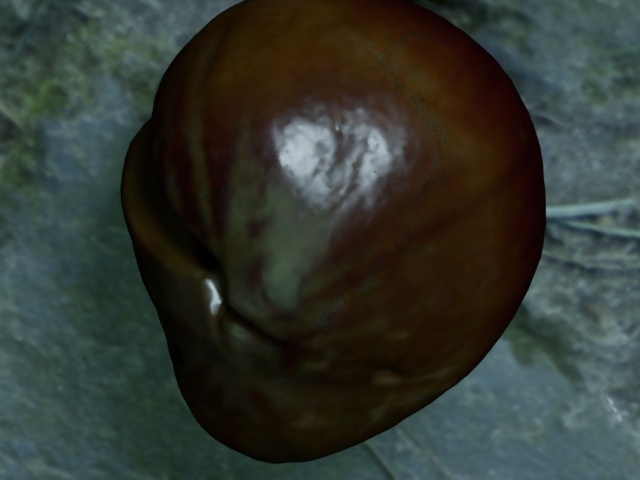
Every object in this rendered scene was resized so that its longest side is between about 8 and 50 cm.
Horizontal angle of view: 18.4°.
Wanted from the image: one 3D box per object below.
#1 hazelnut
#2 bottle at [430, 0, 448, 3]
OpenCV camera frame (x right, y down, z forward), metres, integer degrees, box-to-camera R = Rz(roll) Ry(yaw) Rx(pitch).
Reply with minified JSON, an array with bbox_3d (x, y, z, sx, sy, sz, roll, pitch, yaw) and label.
[{"bbox_3d":[0.000,0.000,1.002,0.217,0.217,0.251,12,127,-5],"label":"hazelnut"},{"bbox_3d":[-0.056,-0.202,0.956,0.286,0.082,0.082,20,118,-9],"label":"bottle"}]
